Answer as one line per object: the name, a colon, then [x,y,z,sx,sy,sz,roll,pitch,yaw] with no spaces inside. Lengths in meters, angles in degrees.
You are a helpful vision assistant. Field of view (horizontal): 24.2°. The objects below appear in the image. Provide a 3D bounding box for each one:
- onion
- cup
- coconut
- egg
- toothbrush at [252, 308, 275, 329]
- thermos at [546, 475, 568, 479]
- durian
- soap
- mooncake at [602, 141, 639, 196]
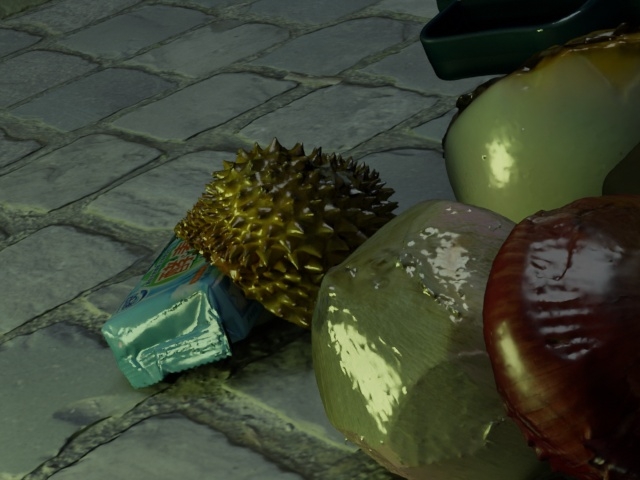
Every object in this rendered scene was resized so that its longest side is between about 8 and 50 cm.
onion: [0.232,0.062,1.031,0.163,0.230,0.230,-31,5,47]
cup: [0.285,-0.274,1.606,0.292,0.242,0.308,4,68,48]
coconut: [0.101,0.084,1.173,0.230,0.227,0.227,18,13,-24]
egg: [0.270,-0.071,1.459,0.286,0.264,0.174,-30,60,23]
toothbrush: [0.033,0.032,1.583,0.294,0.026,0.028,-24,11,-21]
thermos: [0.226,0.254,0.929,0.109,0.136,0.330,10,6,-39]
durian: [0.004,-0.012,1.454,0.249,0.138,0.183,9,34,-45]
soap: [-0.110,0.039,1.539,0.156,0.077,0.293,-24,17,27]
mooncake: [0.433,0.000,1.255,0.378,0.201,0.378,-13,20,5]
